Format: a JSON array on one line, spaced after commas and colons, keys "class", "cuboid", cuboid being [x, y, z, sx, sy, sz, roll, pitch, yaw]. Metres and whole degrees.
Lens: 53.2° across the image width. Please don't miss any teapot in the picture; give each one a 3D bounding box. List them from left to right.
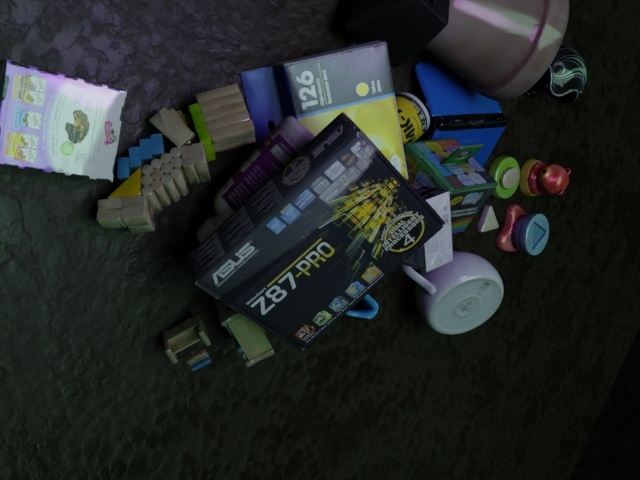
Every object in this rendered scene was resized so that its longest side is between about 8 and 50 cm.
[{"class": "teapot", "cuboid": [0.353, 0.117, 1.737, 0.253, 0.187, 0.256, -20, 134, -6]}]

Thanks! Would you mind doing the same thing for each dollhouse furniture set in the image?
[{"class": "dollhouse furniture set", "cuboid": [-0.217, 0.198, 1.333, 0.184, 0.129, 0.129, -27, 120, -5]}]

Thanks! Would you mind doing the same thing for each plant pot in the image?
[{"class": "plant pot", "cuboid": [0.183, -0.529, 1.416, 0.187, 0.167, 0.188, 24, 65, -40]}, {"class": "plant pot", "cuboid": [0.381, -0.536, 1.552, 0.280, 0.323, 0.323, 14, 91, -23]}]

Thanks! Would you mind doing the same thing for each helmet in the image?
[{"class": "helmet", "cuboid": [0.707, -0.491, 1.899, 0.162, 0.169, 0.169, -10, 107, -21]}]

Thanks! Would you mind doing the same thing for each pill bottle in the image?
[{"class": "pill bottle", "cuboid": [-0.103, -0.086, 1.270, 0.301, 0.169, 0.169, -47, 129, 8]}, {"class": "pill bottle", "cuboid": [0.154, -0.251, 1.521, 0.208, 0.119, 0.119, -43, 124, -24]}]

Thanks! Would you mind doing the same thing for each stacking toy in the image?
[{"class": "stacking toy", "cuboid": [0.626, -0.111, 1.938, 0.280, 0.130, 0.308, 12, 92, -41]}]

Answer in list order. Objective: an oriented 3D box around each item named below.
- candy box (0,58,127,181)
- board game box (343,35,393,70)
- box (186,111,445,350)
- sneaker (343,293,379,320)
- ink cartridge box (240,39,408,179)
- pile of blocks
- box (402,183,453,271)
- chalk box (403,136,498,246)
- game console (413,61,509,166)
[{"class": "candy box", "cuboid": [-0.441, -0.194, 1.071, 0.196, 0.070, 0.164, 7, 95, -40]}, {"class": "board game box", "cuboid": [0.088, -0.390, 1.495, 0.136, 0.030, 0.259, 43, 72, -35]}, {"class": "box", "cuboid": [0.000, 0.000, 1.205, 0.395, 0.097, 0.318, -42, 130, 9]}, {"class": "sneaker", "cuboid": [0.002, 0.085, 1.458, 0.341, 0.140, 0.125, 31, 82, -39]}, {"class": "ink cartridge box", "cuboid": [0.016, -0.241, 1.361, 0.307, 0.072, 0.303, -16, 112, -10]}, {"class": "pile of blocks", "cuboid": [-0.277, -0.149, 1.215, 0.362, 0.149, 0.112, -42, 167, -14]}, {"class": "box", "cuboid": [0.161, -0.045, 1.463, 0.087, 0.290, 0.169, -21, 114, -33]}, {"class": "chalk box", "cuboid": [0.278, -0.128, 1.528, 0.180, 0.179, 0.289, -10, 142, -38]}, {"class": "game console", "cuboid": [0.350, -0.326, 1.728, 0.293, 0.173, 0.250, -10, 137, -37]}]
